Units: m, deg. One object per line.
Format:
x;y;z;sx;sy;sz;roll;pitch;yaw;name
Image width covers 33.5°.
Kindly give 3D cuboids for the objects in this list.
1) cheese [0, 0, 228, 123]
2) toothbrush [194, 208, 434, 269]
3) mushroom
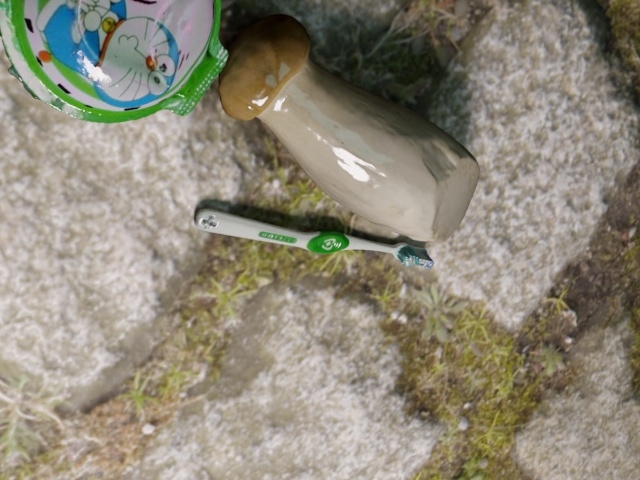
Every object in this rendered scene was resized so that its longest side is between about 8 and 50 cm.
-0.205;-0.219;0.887;0.320;0.083;0.204;37;86;-38;cheese
-0.001;-0.001;1.143;0.304;0.030;0.030;11;102;-32;toothbrush
0.044;-0.096;1.077;0.350;0.128;0.128;35;88;-33;mushroom
